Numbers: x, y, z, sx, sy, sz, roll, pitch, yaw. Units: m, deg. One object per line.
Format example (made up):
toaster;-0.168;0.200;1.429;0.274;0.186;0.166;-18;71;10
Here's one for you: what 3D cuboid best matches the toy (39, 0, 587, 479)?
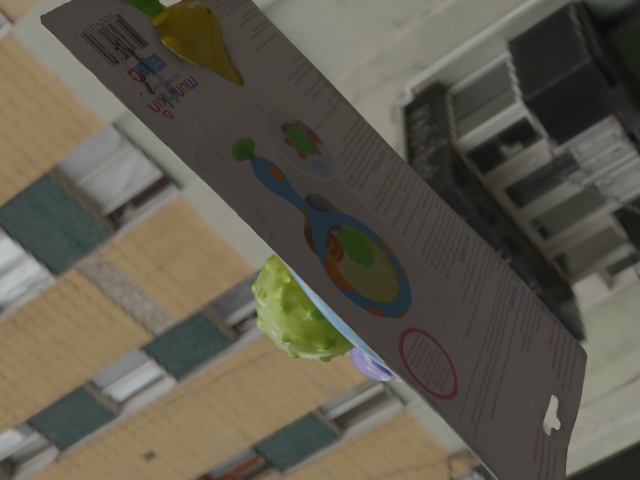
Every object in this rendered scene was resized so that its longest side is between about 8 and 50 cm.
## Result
toy;0.000;0.000;0.453;0.237;0.056;0.137;49;-152;-8
